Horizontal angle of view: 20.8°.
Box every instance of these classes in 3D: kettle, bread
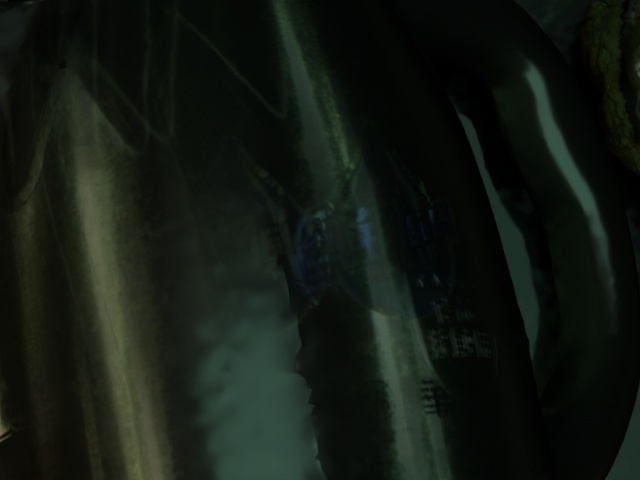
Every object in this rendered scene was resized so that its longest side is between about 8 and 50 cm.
[{"bbox_3d":[0.000,0.000,0.742,0.320,0.228,0.324,-5,77,-26],"label":"kettle"},{"bbox_3d":[0.197,-0.070,0.816,0.140,0.069,0.128,-7,83,-5],"label":"bread"}]
